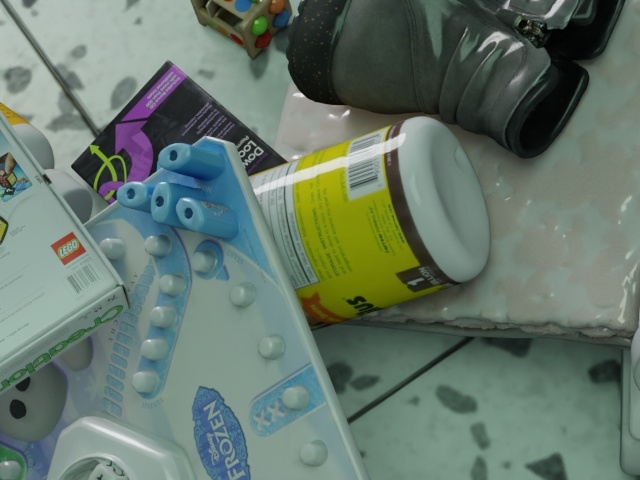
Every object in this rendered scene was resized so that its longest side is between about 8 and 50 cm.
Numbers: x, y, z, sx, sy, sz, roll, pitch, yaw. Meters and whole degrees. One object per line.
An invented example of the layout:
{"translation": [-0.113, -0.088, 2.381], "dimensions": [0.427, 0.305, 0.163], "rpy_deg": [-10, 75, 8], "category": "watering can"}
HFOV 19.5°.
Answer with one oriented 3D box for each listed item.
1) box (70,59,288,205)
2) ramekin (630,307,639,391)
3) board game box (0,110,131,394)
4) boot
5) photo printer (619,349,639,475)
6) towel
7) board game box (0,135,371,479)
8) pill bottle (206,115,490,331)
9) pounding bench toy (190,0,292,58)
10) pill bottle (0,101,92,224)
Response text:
{"translation": [-0.102, -0.051, 1.418], "dimensions": [0.116, 0.029, 0.162], "rpy_deg": [-48, 58, -2], "category": "box"}
{"translation": [0.296, 0.033, 1.158], "dimensions": [0.207, 0.207, 0.109], "rpy_deg": [-1, 62, 7], "category": "ramekin"}
{"translation": [-0.301, 0.046, 1.197], "dimensions": [0.305, 0.053, 0.193], "rpy_deg": [-33, 72, -11], "category": "board game box"}
{"translation": [0.130, -0.229, 1.336], "dimensions": [0.223, 0.118, 0.338], "rpy_deg": [14, 86, 33], "category": "boot"}
{"translation": [0.365, 0.045, 1.307], "dimensions": [0.308, 0.107, 0.256], "rpy_deg": [2, 69, 8], "category": "photo printer"}
{"translation": [0.116, -0.080, 1.360], "dimensions": [0.332, 0.053, 0.317], "rpy_deg": [4, 69, 32], "category": "towel"}
{"translation": [-0.152, 0.185, 1.250], "dimensions": [0.390, 0.050, 0.390], "rpy_deg": [-34, 66, 26], "category": "board game box"}
{"translation": [0.000, 0.000, 1.284], "dimensions": [0.215, 0.117, 0.117], "rpy_deg": [-19, 66, 24], "category": "pill bottle"}
{"translation": [-0.062, -0.192, 1.466], "dimensions": [0.065, 0.083, 0.052], "rpy_deg": [35, 77, 19], "category": "pounding bench toy"}
{"translation": [-0.279, -0.060, 1.424], "dimensions": [0.208, 0.117, 0.117], "rpy_deg": [36, 77, 18], "category": "pill bottle"}
